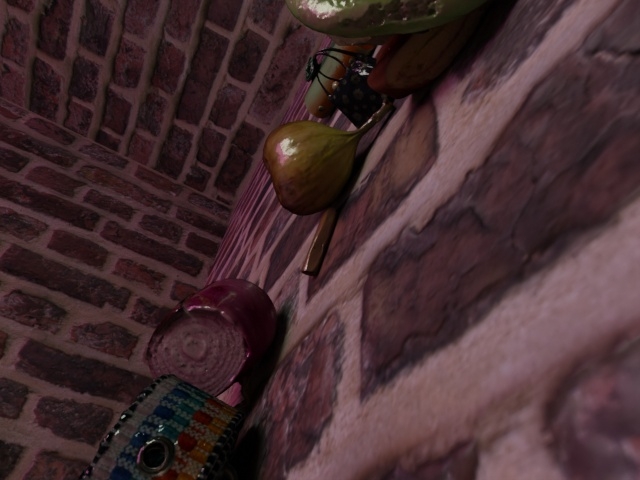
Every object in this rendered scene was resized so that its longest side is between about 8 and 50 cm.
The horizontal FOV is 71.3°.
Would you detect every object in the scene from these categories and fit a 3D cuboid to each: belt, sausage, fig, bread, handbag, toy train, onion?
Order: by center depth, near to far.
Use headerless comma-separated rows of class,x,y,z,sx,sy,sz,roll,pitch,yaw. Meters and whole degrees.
bread,0.093,-0.351,0.518,0.045,0.301,0.302,60,-135,-58
belt,-0.202,0.335,0.563,0.207,0.160,0.295,86,-152,-80
bread,0.120,-0.235,0.577,0.119,0.067,0.192,-57,15,-4
sausage,0.000,0.000,0.689,0.026,0.026,0.116,-31,35,65
fig,0.001,-0.141,0.707,0.230,0.143,0.160,-39,59,44
onion,-0.163,0.153,0.727,0.201,0.200,0.208,-102,28,-67
handbag,0.049,-0.270,0.742,0.072,0.139,0.115,-62,12,-23
toy train,0.043,-0.444,1.136,0.285,0.116,0.177,-45,36,50

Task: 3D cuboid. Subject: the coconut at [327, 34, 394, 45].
coconut,0.089,-0.414,0.707,0.237,0.236,0.198,-90,-6,-59
